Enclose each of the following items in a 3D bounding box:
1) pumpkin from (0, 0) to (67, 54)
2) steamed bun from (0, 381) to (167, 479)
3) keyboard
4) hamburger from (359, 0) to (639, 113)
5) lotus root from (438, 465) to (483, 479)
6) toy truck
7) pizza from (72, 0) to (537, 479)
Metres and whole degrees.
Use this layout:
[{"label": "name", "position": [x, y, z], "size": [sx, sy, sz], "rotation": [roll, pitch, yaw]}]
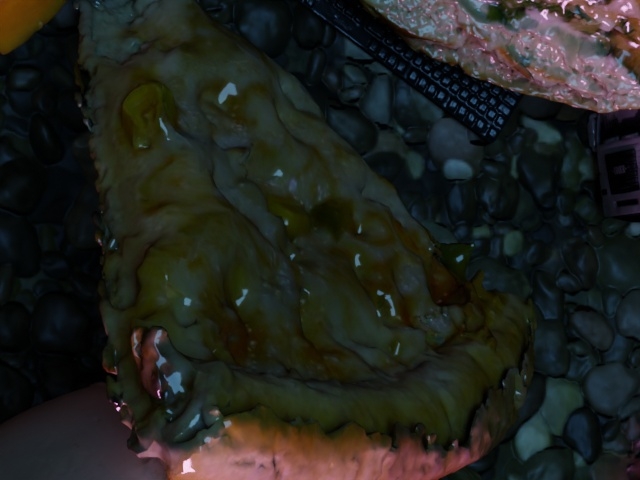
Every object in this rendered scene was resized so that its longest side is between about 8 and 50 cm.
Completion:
[{"label": "pumpkin", "position": [-0.251, -0.268, 0.953], "size": [0.280, 0.190, 0.139], "rotation": [42, 75, -3]}, {"label": "steamed bun", "position": [-0.117, 0.253, 0.969], "size": [0.206, 0.324, 0.324], "rotation": [-46, 106, -22]}, {"label": "keyboard", "position": [0.066, -0.153, 1.174], "size": [0.204, 0.013, 0.061], "rotation": [35, 81, -17]}, {"label": "hamburger", "position": [0.155, -0.188, 1.129], "size": [0.283, 0.156, 0.144], "rotation": [20, 117, -15]}, {"label": "lotus root", "position": [0.103, 0.259, 1.082], "size": [0.149, 0.260, 0.267], "rotation": [-45, 135, 0]}, {"label": "toy truck", "position": [0.335, -0.082, 1.226], "size": [0.243, 0.101, 0.125], "rotation": [-9, 91, -21]}, {"label": "pizza", "position": [0.016, 0.027, 1.026], "size": [0.392, 0.435, 0.080], "rotation": [29, 125, -36]}]
